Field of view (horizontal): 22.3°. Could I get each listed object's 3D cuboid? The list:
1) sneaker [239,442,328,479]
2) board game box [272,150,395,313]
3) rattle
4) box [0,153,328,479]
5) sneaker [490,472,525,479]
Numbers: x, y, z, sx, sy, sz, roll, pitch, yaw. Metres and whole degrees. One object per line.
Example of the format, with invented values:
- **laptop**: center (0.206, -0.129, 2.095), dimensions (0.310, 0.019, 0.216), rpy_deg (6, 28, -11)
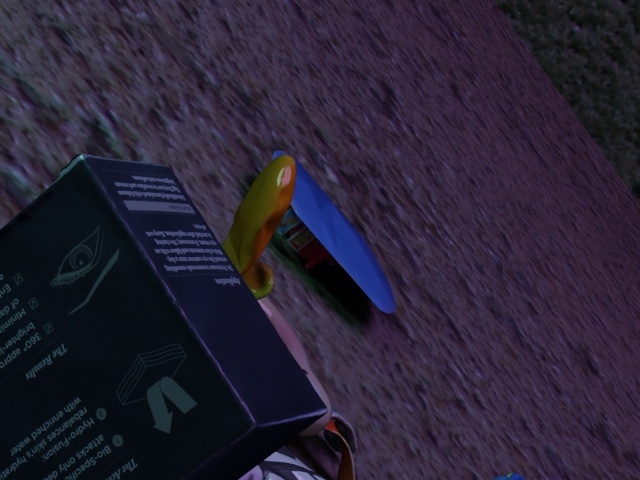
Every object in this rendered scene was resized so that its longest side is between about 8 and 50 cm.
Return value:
- **sneaker**: center (-0.035, 0.143, 0.959), dimensions (0.234, 0.078, 0.106), rpy_deg (33, 28, -37)
- **board game box**: center (0.000, 0.000, 1.379), dimensions (0.169, 0.033, 0.133), rpy_deg (49, 13, -22)
- **rattle**: center (-0.004, 0.060, 1.104), dimensions (0.199, 0.143, 0.130), rpy_deg (45, 0, 0)
- **box**: center (-0.110, 0.067, 0.806), dimensions (0.158, 0.156, 0.093), rpy_deg (56, 18, 14)
- **sneaker**: center (0.117, 0.239, 1.054), dimensions (0.091, 0.126, 0.240), rpy_deg (39, 22, -31)
